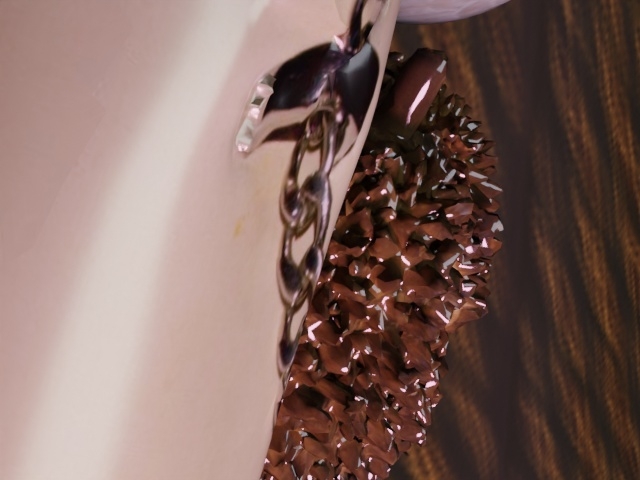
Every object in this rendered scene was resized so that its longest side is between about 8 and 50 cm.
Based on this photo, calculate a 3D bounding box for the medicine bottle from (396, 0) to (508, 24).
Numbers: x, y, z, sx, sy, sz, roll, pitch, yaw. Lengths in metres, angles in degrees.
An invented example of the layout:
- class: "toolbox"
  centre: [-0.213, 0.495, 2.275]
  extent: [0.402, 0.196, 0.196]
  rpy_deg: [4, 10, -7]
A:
- class: "medicine bottle"
  centre: [0.018, -0.158, 0.668]
  extent: [0.143, 0.147, 0.147]
  rpy_deg: [20, 87, -62]

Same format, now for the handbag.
- class: "handbag"
  centre: [-0.135, 0.070, 0.404]
  extent: [0.160, 0.236, 0.359]
  rpy_deg: [10, 97, -66]

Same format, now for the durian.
- class: "durian"
  centre: [0.000, 0.000, 0.693]
  extent: [0.196, 0.167, 0.196]
  rpy_deg: [-163, -90, -73]
